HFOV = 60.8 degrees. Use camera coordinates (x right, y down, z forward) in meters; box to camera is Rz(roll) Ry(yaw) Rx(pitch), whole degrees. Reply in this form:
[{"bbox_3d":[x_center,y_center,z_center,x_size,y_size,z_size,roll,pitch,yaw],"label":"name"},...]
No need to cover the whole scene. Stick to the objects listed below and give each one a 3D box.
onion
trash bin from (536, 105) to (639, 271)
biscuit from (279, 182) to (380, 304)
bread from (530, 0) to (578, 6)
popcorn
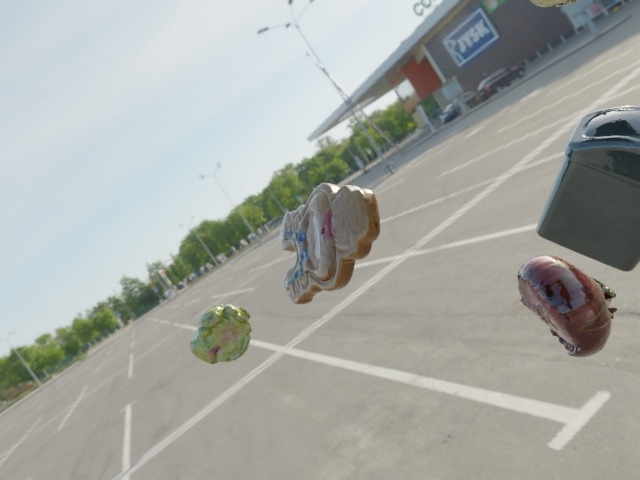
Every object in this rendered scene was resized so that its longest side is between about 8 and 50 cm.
[{"bbox_3d":[0.550,0.141,1.224,0.161,0.248,0.248,-32,4,-14],"label":"onion"},{"bbox_3d":[0.433,-0.076,0.796,0.101,0.177,0.236,-52,-23,-33],"label":"trash bin"},{"bbox_3d":[0.000,0.000,1.014,0.047,0.202,0.334,3,-18,-29],"label":"biscuit"},{"bbox_3d":[0.330,-0.459,0.668,0.279,0.248,0.315,-59,18,-2],"label":"bread"},{"bbox_3d":[-0.167,0.160,0.925,0.109,0.097,0.089,-53,4,-1],"label":"popcorn"}]
